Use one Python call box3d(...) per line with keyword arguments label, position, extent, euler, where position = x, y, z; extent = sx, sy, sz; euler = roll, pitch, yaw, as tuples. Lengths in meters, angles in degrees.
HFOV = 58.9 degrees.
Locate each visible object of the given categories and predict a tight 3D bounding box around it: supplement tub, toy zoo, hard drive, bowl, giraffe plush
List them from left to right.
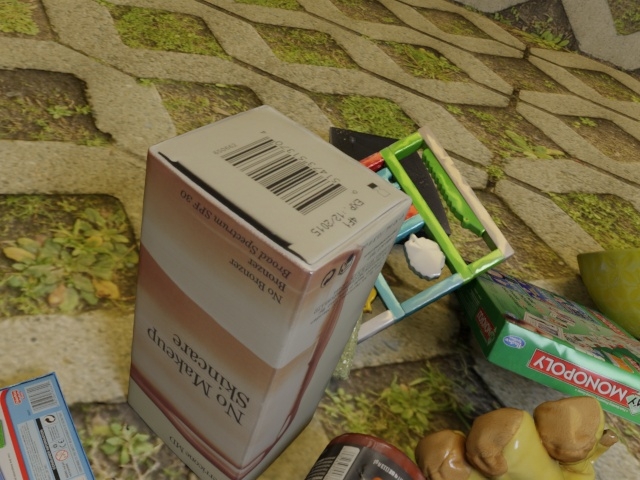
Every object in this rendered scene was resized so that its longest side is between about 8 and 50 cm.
box3d(label="supplement tub", position=(0.005, 0.251, 0.430), extent=(0.106, 0.106, 0.198), euler=(30, 40, 13))
box3d(label="toy zoo", position=(0.049, 0.009, 0.670), extent=(0.293, 0.030, 0.192), euler=(-28, 73, -4))
box3d(label="hard drive", position=(0.098, -0.087, 0.911), extent=(0.172, 0.054, 0.254), euler=(7, 40, -15))
box3d(label="giraffe plush", position=(0.197, 0.255, 0.491), extent=(0.210, 0.181, 0.170), euler=(35, 36, -41))
box3d(label="bowl", position=(0.514, 0.086, 0.775), extent=(0.290, 0.289, 0.156), euler=(0, 84, -23))

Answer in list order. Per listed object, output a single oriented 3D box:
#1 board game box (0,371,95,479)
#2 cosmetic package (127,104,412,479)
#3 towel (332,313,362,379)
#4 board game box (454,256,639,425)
box3d(label="board game box", position=(-0.284, 0.201, 0.418), extent=(0.212, 0.039, 0.160), euler=(-13, 48, -35))
box3d(label="cosmetic package", position=(-0.061, 0.062, 0.473), extent=(0.153, 0.296, 0.129), euler=(34, 42, 20))
box3d(label="towel", position=(-0.005, 0.072, 0.625), extent=(0.110, 0.027, 0.148), euler=(8, 74, 8))
box3d(label="board game box", position=(0.272, 0.105, 0.654), extent=(0.214, 0.046, 0.317), euler=(23, 11, 3))
